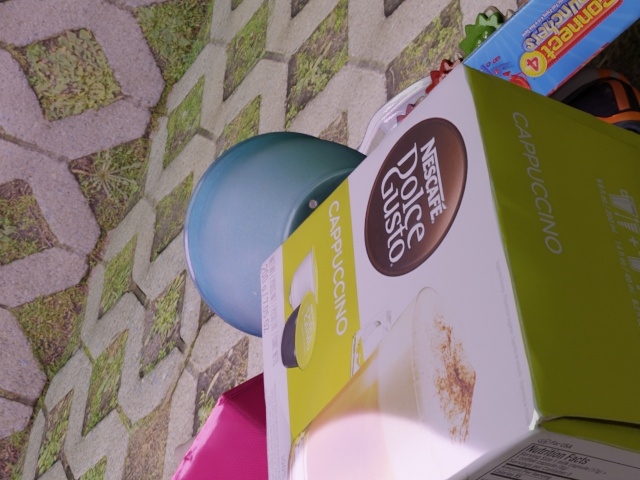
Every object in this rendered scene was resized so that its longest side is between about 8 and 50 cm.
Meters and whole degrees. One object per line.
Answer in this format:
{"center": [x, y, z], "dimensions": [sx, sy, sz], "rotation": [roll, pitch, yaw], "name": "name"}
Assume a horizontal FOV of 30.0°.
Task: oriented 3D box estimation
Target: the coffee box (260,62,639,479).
{"center": [0.177, 0.112, 1.040], "dimensions": [0.334, 0.338, 0.337], "rotation": [-44, 39, 41], "name": "coffee box"}

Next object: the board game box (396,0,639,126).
{"center": [0.258, -0.229, 1.303], "dimensions": [0.302, 0.086, 0.308], "rotation": [-42, 1, 32], "name": "board game box"}

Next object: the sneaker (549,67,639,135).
{"center": [0.233, -0.028, 1.284], "dimensions": [0.321, 0.125, 0.180], "rotation": [-54, 25, 28], "name": "sneaker"}

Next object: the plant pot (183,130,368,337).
{"center": [0.000, 0.000, 1.440], "dimensions": [0.255, 0.272, 0.271], "rotation": [7, 76, 68], "name": "plant pot"}

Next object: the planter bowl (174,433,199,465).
{"center": [-0.130, 0.346, 1.818], "dimensions": [0.109, 0.162, 0.162], "rotation": [-39, 25, -1], "name": "planter bowl"}

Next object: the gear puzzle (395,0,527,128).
{"center": [0.220, -0.201, 1.545], "dimensions": [0.175, 0.044, 0.339], "rotation": [54, 124, 26], "name": "gear puzzle"}

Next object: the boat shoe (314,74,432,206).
{"center": [0.113, -0.120, 1.755], "dimensions": [0.320, 0.118, 0.103], "rotation": [-49, 67, 33], "name": "boat shoe"}

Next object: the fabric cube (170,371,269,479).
{"center": [-0.009, 0.302, 1.304], "dimensions": [0.259, 0.258, 0.254], "rotation": [-58, -16, 22], "name": "fabric cube"}
